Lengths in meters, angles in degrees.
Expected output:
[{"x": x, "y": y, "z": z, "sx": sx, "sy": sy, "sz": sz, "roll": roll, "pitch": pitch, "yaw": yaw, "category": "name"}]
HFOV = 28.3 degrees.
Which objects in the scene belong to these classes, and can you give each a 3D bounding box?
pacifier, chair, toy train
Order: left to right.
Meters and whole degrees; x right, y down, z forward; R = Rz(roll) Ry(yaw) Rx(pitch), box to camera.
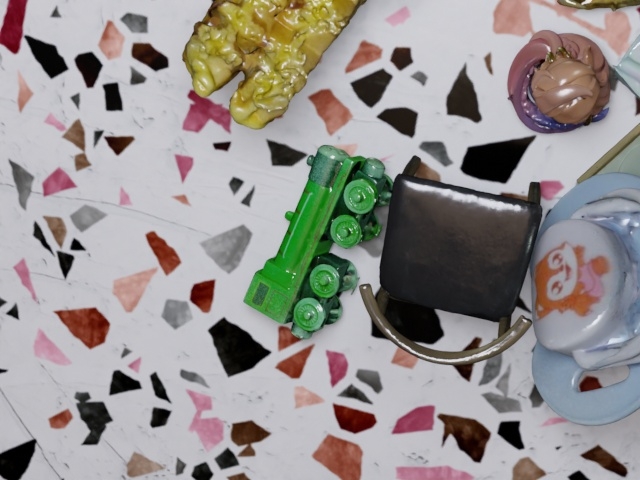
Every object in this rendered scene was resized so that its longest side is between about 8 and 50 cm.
[{"x": 0.000, "y": 0.000, "z": 1.580, "sx": 0.119, "sy": 0.085, "sz": 0.251, "roll": 28, "pitch": 107, "yaw": 18, "category": "toy train"}, {"x": 0.155, "y": 0.017, "z": 1.449, "sx": 0.188, "sy": 0.272, "sz": 0.166, "roll": 12, "pitch": 109, "yaw": 6, "category": "chair"}, {"x": 0.363, "y": 0.072, "z": 1.468, "sx": 0.244, "sy": 0.233, "sz": 0.300, "roll": -19, "pitch": 60, "yaw": 45, "category": "pacifier"}]

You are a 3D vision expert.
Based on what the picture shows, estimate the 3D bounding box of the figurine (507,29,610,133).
[{"x": 0.278, "y": -0.181, "z": 1.440, "sx": 0.114, "sy": 0.157, "sz": 0.126, "roll": -44, "pitch": 89, "yaw": -2, "category": "figurine"}]

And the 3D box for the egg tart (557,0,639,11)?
[{"x": 0.329, "y": -0.398, "z": 1.371, "sx": 0.314, "sy": 0.120, "sz": 0.315, "roll": 3, "pitch": 107, "yaw": 11, "category": "egg tart"}]

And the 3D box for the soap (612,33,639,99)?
[{"x": 0.454, "y": -0.189, "z": 1.426, "sx": 0.230, "sy": 0.091, "sz": 0.145, "roll": 31, "pitch": 107, "yaw": 1, "category": "soap"}]

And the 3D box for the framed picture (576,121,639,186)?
[{"x": 0.425, "y": -0.047, "z": 1.516, "sx": 0.201, "sy": 0.010, "sz": 0.136, "roll": 44, "pitch": 109, "yaw": -4, "category": "framed picture"}]

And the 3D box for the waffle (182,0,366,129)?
[{"x": -0.019, "y": -0.283, "z": 1.400, "sx": 0.151, "sy": 0.261, "sz": 0.324, "roll": 37, "pitch": 113, "yaw": -9, "category": "waffle"}]
